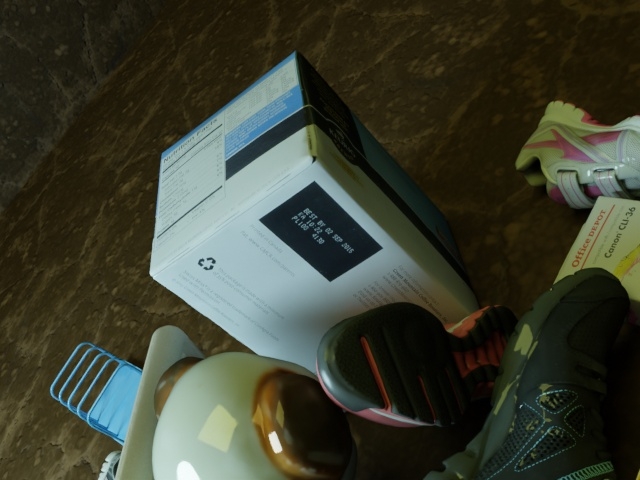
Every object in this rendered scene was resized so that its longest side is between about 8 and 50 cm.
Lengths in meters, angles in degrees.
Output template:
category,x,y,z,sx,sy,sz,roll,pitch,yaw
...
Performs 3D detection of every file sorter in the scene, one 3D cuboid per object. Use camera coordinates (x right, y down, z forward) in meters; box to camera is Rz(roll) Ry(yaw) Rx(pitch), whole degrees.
category,x,y,z,sx,sy,sz,roll,pitch,yaw
file sorter,-0.356,0.250,1.217,0.170,0.104,0.118,10,63,50

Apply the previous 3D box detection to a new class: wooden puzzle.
category,x,y,z,sx,sy,sz,roll,pitch,yaw
wooden puzzle,-0.141,0.251,0.886,0.044,0.239,0.221,-14,46,22

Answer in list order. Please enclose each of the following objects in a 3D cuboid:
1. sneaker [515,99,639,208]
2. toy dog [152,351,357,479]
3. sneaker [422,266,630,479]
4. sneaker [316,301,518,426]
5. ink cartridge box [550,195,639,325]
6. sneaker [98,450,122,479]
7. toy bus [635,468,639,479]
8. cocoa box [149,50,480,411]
category,x,y,z,sx,sy,sz,roll,pitch,yaw
sneaker,0.327,-0.079,0.849,0.111,0.103,0.252,-50,28,-2
toy dog,-0.102,0.307,0.681,0.284,0.395,0.408,-7,60,53
sneaker,0.211,0.177,0.648,0.139,0.125,0.341,20,66,37
sneaker,0.092,0.140,0.735,0.136,0.313,0.116,-31,65,37
ink cartridge box,0.332,0.023,0.764,0.198,0.067,0.115,14,67,50
sneaker,-0.296,0.379,1.068,0.074,0.063,0.170,-31,34,31
toy bus,0.317,0.174,0.560,0.130,0.108,0.333,16,61,34
cocoa box,0.000,0.000,0.884,0.231,0.347,0.228,-33,38,19
